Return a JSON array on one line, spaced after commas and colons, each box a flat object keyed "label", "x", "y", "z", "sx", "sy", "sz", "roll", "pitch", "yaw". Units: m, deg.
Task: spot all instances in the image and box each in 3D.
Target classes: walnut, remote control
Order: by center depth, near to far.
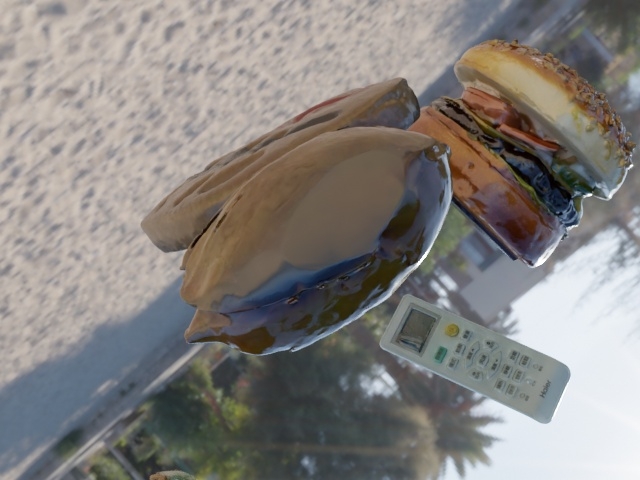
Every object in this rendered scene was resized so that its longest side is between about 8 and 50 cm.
[{"label": "walnut", "x": 0.000, "y": 0.000, "z": 0.651, "sx": 0.245, "sy": 0.137, "sz": 0.137, "roll": -40, "pitch": 178, "yaw": -13}, {"label": "remote control", "x": 0.246, "y": 0.190, "z": 1.401, "sx": 0.103, "sy": 0.293, "sz": 0.051, "roll": -60, "pitch": 163, "yaw": -17}]

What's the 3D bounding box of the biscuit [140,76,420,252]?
[{"label": "biscuit", "x": -0.036, "y": -0.089, "z": 0.899, "sx": 0.314, "sy": 0.063, "sz": 0.367, "roll": -35, "pitch": -170, "yaw": -21}]

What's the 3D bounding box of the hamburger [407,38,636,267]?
[{"label": "hamburger", "x": 0.256, "y": -0.119, "z": 1.139, "sx": 0.225, "sy": 0.291, "sz": 0.291, "roll": -48, "pitch": 178, "yaw": 4}]

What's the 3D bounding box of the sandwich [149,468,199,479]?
[{"label": "sandwich", "x": -0.099, "y": 0.320, "z": 0.697, "sx": 0.198, "sy": 0.155, "sz": 0.227, "roll": -2, "pitch": -124, "yaw": 57}]
